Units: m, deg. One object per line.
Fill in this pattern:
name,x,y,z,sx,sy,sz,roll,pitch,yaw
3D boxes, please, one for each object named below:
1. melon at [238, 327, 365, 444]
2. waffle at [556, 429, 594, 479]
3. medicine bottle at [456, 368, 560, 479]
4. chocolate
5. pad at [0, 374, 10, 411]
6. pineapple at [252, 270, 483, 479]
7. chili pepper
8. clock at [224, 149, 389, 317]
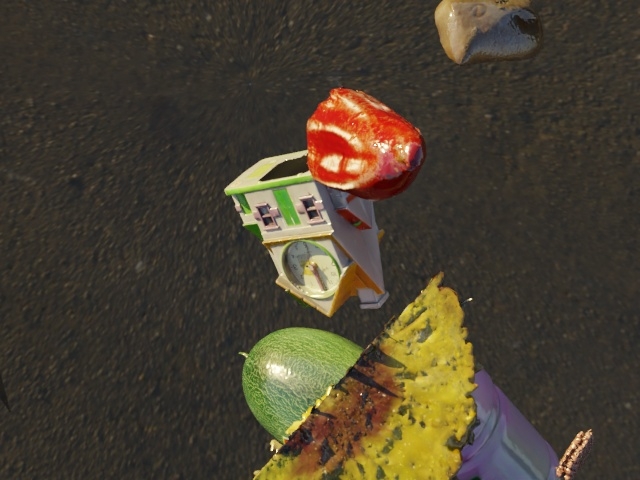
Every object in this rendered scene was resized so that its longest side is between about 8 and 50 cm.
melon,-0.001,0.226,1.349,0.287,0.182,0.182,27,98,24
waffle,0.375,0.314,1.342,0.029,0.075,0.083,30,80,23
medicine bottle,0.260,0.353,1.617,0.212,0.212,0.325,-41,120,3
chocolate,0.145,-0.177,0.750,0.100,0.031,0.065,-7,73,-25
pad,-0.512,0.180,1.388,0.003,0.112,0.157,-25,134,-12
pineapple,0.044,0.209,0.880,0.161,0.158,0.334,42,63,0
chili pepper,0.068,-0.120,1.277,0.144,0.252,0.136,-41,117,-3
clock,0.000,0.000,1.672,0.235,0.166,0.310,-8,116,37
